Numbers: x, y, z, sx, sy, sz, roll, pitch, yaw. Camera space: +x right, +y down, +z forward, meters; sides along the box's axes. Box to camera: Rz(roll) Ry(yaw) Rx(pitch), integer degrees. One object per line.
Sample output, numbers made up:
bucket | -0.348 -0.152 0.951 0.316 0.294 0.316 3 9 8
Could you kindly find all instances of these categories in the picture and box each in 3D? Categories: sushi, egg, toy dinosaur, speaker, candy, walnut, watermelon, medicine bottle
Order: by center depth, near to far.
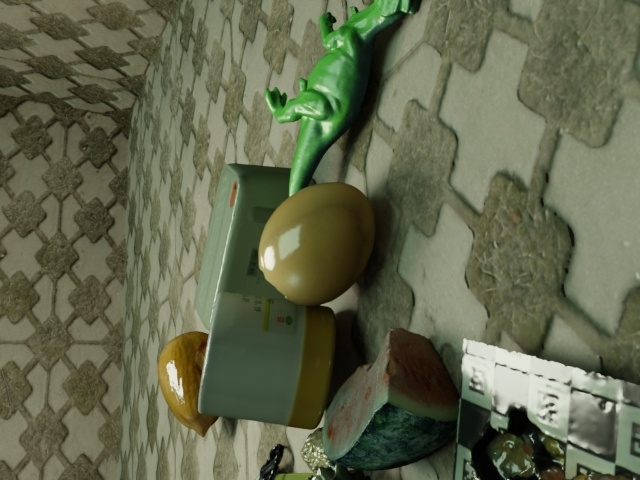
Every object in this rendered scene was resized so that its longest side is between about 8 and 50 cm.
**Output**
sushi | 0.277 0.316 0.698 0.343 0.064 0.359 -176 91 -66
watermelon | 0.113 0.261 0.989 0.318 0.148 0.226 136 153 -70
candy | 0.023 0.382 1.124 0.085 0.095 0.110 52 150 -7
egg | 0.000 0.000 1.141 0.244 0.201 0.201 -51 41 29
medicine bottle | -0.104 0.228 1.187 0.238 0.231 0.238 -169 90 -83
toy dinosaur | 0.065 -0.241 1.208 0.374 0.143 0.500 -14 81 44
speaker | -0.162 0.025 1.455 0.183 0.184 0.406 41 120 58
walnut | -0.348 0.401 1.721 0.203 0.203 0.298 -45 50 50

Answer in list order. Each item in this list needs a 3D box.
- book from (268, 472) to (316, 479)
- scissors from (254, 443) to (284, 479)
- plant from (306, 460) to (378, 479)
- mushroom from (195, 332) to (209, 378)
book | -0.061 0.594 1.242 0.352 0.035 0.239 139 144 -60
scissors | -0.146 0.566 1.464 0.300 0.022 0.109 -55 12 50
plant | 0.055 0.453 0.996 0.194 0.132 0.129 56 160 34
mushroom | -0.219 0.325 1.480 0.231 0.138 0.194 39 162 26
